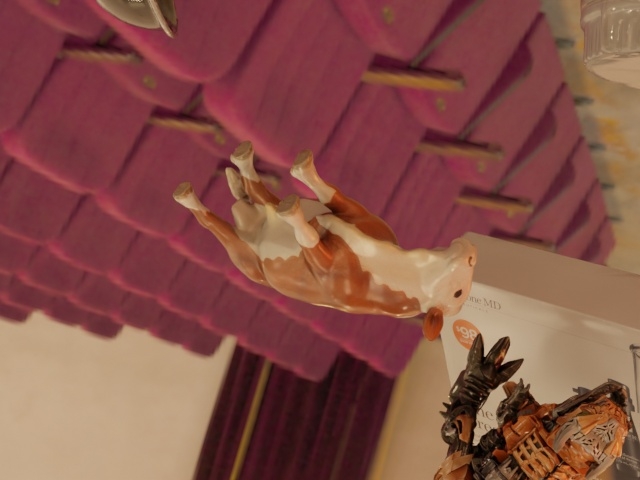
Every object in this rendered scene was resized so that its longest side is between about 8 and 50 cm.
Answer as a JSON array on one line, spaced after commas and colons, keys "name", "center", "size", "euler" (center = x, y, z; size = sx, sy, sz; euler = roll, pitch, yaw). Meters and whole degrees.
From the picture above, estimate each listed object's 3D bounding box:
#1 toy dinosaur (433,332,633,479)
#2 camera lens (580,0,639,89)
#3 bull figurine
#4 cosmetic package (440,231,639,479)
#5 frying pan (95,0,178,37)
[{"name": "toy dinosaur", "center": [0.165, 0.216, 1.049], "size": [0.322, 0.218, 0.164], "euler": [-21, 110, 31]}, {"name": "camera lens", "center": [0.325, -0.262, 0.849], "size": [0.219, 0.274, 0.219], "euler": [8, 180, 0]}, {"name": "bull figurine", "center": [0.000, 0.000, 1.028], "size": [0.310, 0.101, 0.188], "euler": [4, 142, 49]}, {"name": "cosmetic package", "center": [0.315, 0.165, 1.231], "size": [0.377, 0.097, 0.284], "euler": [16, 131, 40]}, {"name": "frying pan", "center": [-0.120, -0.212, 0.509], "size": [0.053, 0.197, 0.326], "euler": [-16, 169, 1]}]
